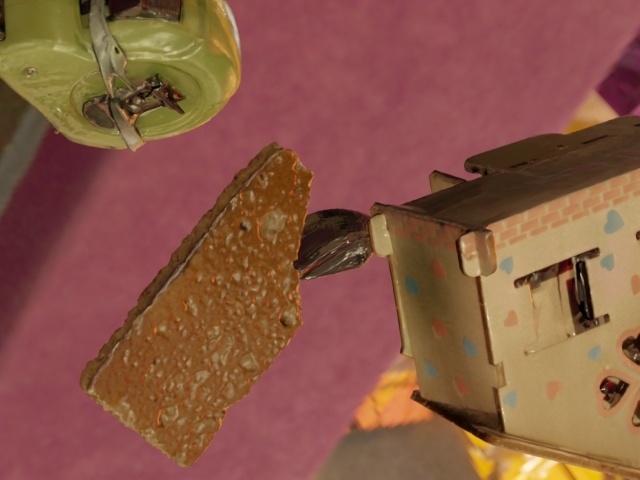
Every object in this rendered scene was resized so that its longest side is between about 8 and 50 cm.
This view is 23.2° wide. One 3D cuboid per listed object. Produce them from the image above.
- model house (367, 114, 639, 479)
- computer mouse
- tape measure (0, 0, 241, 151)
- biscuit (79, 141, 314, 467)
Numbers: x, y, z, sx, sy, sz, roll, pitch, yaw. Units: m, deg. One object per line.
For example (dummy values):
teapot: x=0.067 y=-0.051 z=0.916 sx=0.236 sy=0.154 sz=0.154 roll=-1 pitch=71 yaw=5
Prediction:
model house: x=0.208 y=0.047 z=1.156 sx=0.326 sy=0.169 sz=0.244 roll=-20 pitch=107 yaw=-23
computer mouse: x=0.000 y=0.000 z=1.629 sx=0.135 sy=0.079 sz=0.047 roll=-20 pitch=126 yaw=-7
tape measure: x=-0.130 y=-0.121 z=1.042 sx=0.154 sy=0.087 sz=0.177 roll=-15 pitch=155 yaw=12
biscuit: x=-0.071 y=0.048 z=1.182 sx=0.237 sy=0.026 sz=0.131 roll=-53 pitch=130 yaw=-8
